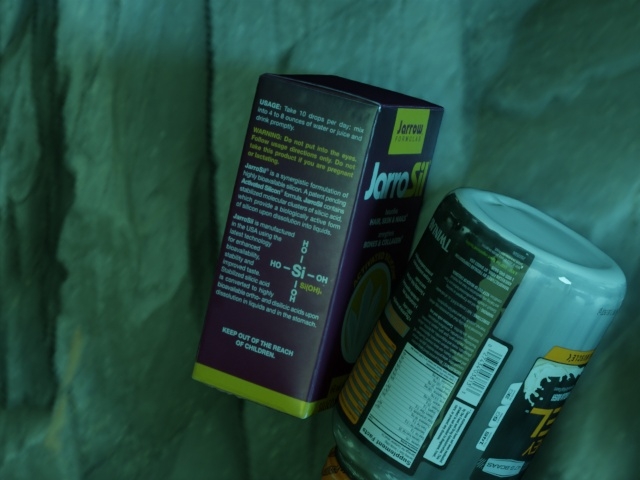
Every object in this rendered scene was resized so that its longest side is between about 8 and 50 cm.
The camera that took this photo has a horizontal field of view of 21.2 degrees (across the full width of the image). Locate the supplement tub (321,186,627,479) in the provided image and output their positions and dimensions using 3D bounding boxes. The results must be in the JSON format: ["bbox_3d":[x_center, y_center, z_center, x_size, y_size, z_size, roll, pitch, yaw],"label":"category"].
[{"bbox_3d":[0.082,0.075,0.972,0.117,0.117,0.190,33,107,21],"label":"supplement tub"}]

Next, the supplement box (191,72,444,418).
[{"bbox_3d":[0.000,0.000,1.014,0.081,0.104,0.188,18,101,24],"label":"supplement box"}]
